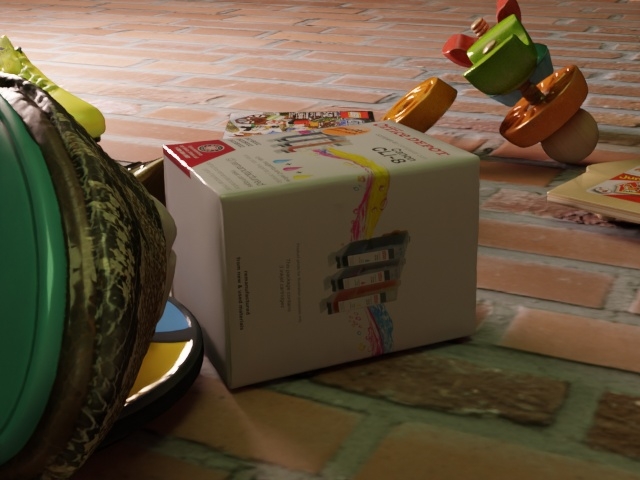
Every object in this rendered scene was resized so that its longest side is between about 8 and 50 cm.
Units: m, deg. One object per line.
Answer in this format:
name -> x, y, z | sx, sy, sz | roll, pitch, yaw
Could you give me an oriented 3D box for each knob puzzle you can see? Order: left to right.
knob puzzle -> 0.322, -0.036, 0.873 | 0.213, 0.030, 0.213 | -2, 20, 1

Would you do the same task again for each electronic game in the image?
electronic game -> -0.185, 0.071, 0.592 | 0.229, 0.048, 0.229 | -1, 21, 0

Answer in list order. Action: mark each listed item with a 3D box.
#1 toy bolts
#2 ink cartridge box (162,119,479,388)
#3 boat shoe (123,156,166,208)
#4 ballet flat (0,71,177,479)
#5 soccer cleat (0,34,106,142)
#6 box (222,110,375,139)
toy bolts -> 0.197, -0.146, 1.100 | 0.218, 0.158, 0.228 | -36, 15, 30
ink cartridge box -> 0.000, 0.000, 0.657 | 0.176, 0.127, 0.128 | -9, 22, -22
boat shoe -> -0.168, -0.048, 0.896 | 0.049, 0.056, 0.152 | 18, 27, 29
ballet flat -> -0.192, -0.017, 0.569 | 0.483, 0.164, 0.182 | 28, 6, 42
soccer cleat -> -0.347, -0.169, 1.134 | 0.093, 0.121, 0.289 | -19, 27, -39
box -> -0.020, -0.082, 0.992 | 0.159, 0.044, 0.233 | -2, 21, 0
